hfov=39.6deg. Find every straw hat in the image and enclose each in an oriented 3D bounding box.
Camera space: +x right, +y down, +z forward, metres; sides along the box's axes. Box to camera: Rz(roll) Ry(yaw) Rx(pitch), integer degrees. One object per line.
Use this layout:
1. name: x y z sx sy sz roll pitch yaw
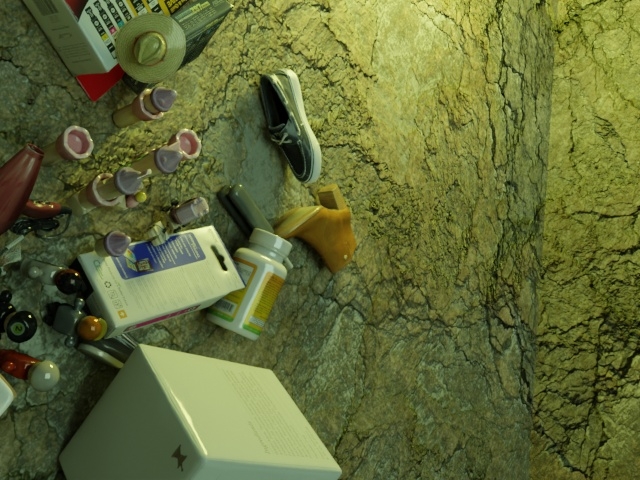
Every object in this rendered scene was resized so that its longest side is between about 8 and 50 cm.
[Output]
1. straw hat: -0.336 -0.377 1.746 0.145 0.061 0.144 -2 108 -6

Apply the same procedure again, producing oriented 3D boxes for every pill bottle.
1. pill bottle: -0.163 0.102 2.105 0.136 0.136 0.245 32 79 -44

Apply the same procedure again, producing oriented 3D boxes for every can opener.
1. can opener: -0.165 -0.008 2.182 0.283 0.076 0.095 56 51 -31

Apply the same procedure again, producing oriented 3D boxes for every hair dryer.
1. hair dryer: -0.558 -0.067 1.649 0.080 0.293 0.223 36 48 9

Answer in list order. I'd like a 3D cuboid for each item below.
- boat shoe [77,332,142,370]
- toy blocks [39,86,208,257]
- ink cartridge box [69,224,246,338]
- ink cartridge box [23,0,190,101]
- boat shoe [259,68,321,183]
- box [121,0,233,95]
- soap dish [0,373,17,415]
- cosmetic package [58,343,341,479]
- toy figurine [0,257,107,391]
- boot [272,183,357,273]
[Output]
1. boat shoe: -0.371 0.265 1.926 0.335 0.112 0.095 39 67 -37
2. toy blocks: -0.341 -0.136 1.796 0.288 0.260 0.309 -41 110 -46
3. ink cartridge box: -0.344 0.081 1.933 0.371 0.069 0.175 -16 71 -45
4. ink cartridge box: -0.417 -0.485 1.853 0.309 0.130 0.272 -53 129 -33
5. boat shoe: -0.085 -0.282 2.247 0.102 0.108 0.301 -24 106 -46
6. box: -0.308 -0.429 1.919 0.059 0.183 0.232 45 46 -4
7. soap dish: -0.705 0.298 1.544 0.291 0.118 0.229 -53 127 -34
8. cosmetic package: -0.244 0.460 1.820 0.394 0.327 0.329 21 111 -46
9. toy figurine: -0.528 0.155 1.686 0.209 0.148 0.213 -46 139 -39
10. boot: 0.000 0.000 2.346 0.295 0.104 0.211 -40 119 -45
